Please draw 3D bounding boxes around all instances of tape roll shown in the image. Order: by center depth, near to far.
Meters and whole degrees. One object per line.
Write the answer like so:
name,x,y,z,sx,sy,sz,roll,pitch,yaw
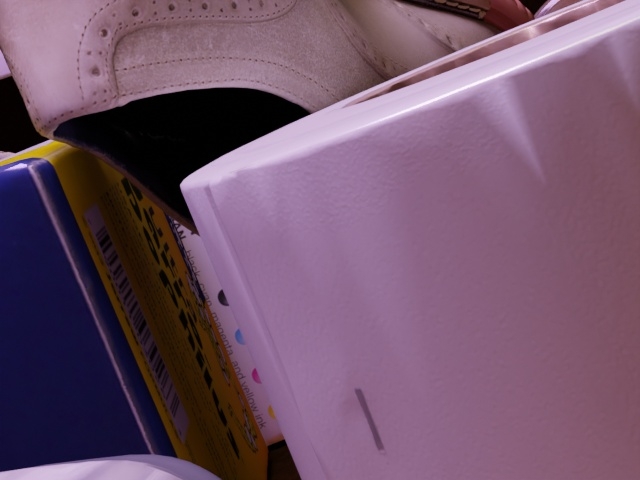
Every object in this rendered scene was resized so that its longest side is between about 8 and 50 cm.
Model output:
tape roll,0.098,0.011,0.619,0.246,0.169,0.246,-21,5,2

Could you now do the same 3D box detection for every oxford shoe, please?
oxford shoe,-0.002,-0.044,0.824,0.140,0.147,0.397,-23,-28,32

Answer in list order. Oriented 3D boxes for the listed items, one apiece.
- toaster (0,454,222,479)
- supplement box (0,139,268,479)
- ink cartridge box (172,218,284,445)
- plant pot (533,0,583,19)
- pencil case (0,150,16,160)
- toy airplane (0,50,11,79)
toaster,-0.092,0.135,0.417,0.227,0.129,0.146,-17,11,27
supplement box,-0.147,0.076,0.827,0.194,0.195,0.356,-22,6,2
ink cartridge box,0.000,0.000,1.092,0.232,0.171,0.168,-22,6,7
plant pot,0.192,-0.067,1.108,0.167,0.167,0.165,-22,13,7
pencil case,-0.311,0.097,1.177,0.410,0.160,0.183,-30,24,33
toy airplane,-0.057,-0.107,1.369,0.384,0.386,0.272,-18,30,-13
